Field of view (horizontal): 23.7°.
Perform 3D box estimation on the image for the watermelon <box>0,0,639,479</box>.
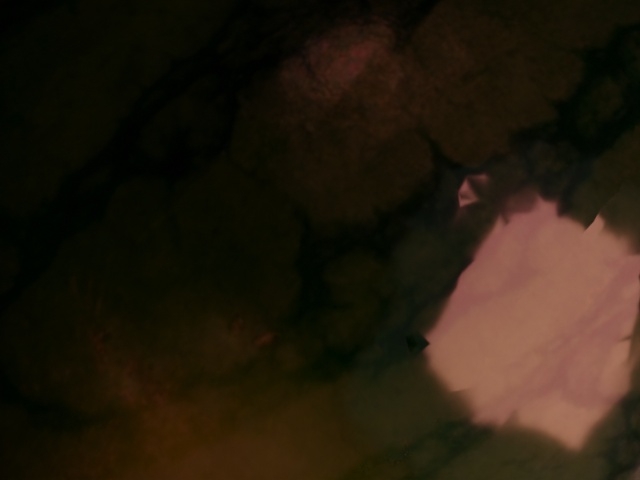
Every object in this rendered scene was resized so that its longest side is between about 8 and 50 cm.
[{"bbox_3d":[0.000,0.000,0.513,0.363,0.363,0.363,-20,120,-39],"label":"watermelon"}]
